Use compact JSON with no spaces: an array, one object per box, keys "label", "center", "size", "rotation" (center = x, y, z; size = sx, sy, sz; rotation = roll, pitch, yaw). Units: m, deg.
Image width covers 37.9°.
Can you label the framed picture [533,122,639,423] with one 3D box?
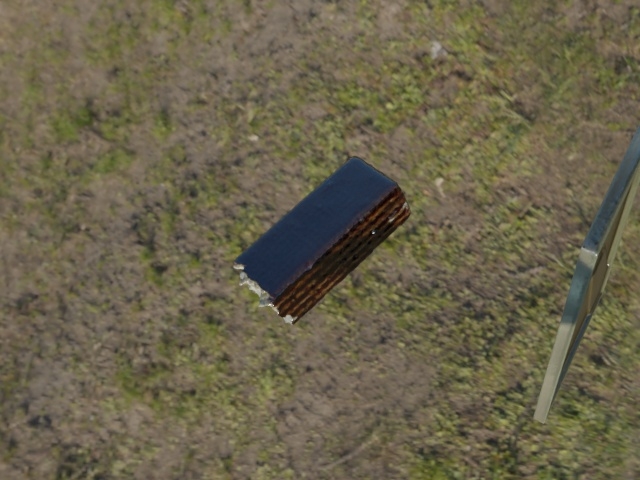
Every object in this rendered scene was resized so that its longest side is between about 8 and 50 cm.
[{"label":"framed picture","center":[0.317,0.038,1.079],"size":[0.020,0.324,0.240],"rotation":[22,53,19]}]

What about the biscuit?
[{"label":"biscuit","center":[0.000,0.000,1.259],"size":[0.252,0.070,0.106],"rotation":[-42,48,-11]}]
